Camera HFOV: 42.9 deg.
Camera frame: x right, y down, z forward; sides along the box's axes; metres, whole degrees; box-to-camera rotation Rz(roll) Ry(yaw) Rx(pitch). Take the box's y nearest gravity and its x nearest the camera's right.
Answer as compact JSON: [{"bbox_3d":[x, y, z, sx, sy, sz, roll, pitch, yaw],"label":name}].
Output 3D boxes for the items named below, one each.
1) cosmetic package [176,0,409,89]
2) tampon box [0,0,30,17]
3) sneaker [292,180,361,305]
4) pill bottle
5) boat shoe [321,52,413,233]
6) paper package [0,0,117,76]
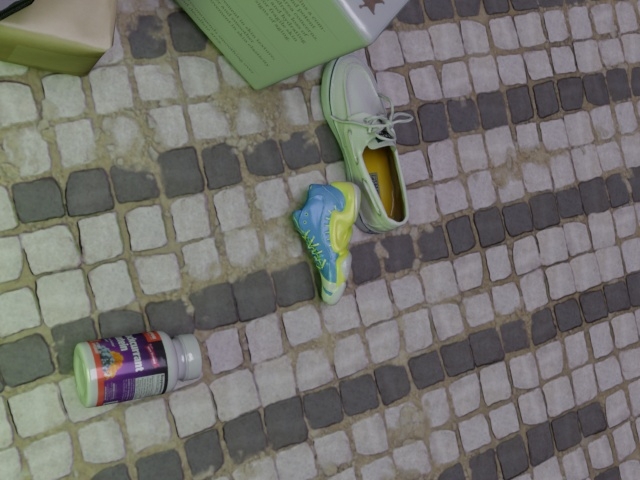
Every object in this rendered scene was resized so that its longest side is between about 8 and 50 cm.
[{"bbox_3d":[-0.031,-0.509,1.385,0.329,0.394,0.327,48,66,-21],"label":"cosmetic package"},{"bbox_3d":[-0.489,-0.349,1.112,0.161,0.101,0.120,-37,110,-20],"label":"tampon box"},{"bbox_3d":[0.000,0.000,1.557,0.126,0.091,0.240,10,84,-4],"label":"sneaker"},{"bbox_3d":[-0.301,0.208,1.351,0.194,0.108,0.108,-7,89,-29],"label":"pill bottle"},{"bbox_3d":[0.105,-0.196,1.575,0.136,0.156,0.366,-10,91,-29],"label":"boat shoe"},{"bbox_3d":[-0.488,-0.445,1.275,0.325,0.168,0.309,8,82,-27],"label":"paper package"}]
